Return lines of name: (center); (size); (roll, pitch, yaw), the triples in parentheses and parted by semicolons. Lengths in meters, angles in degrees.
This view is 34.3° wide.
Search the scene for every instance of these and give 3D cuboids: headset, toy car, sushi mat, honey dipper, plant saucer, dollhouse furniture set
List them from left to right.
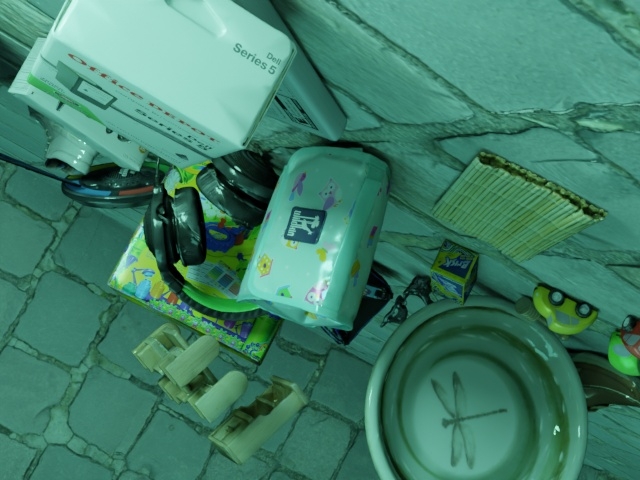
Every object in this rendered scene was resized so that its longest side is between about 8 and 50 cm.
headset: (-0.173, -0.045, 1.570); (0.394, 0.243, 0.185); (55, -172, -17)
dollhouse furniture set: (-0.164, 0.228, 1.746); (0.242, 0.161, 0.212); (54, 161, -16)
plant saucer: (0.246, 0.292, 1.709); (0.400, 0.401, 0.100); (29, 161, -12)
sushi mat: (0.223, -0.032, 1.236); (0.151, 0.019, 0.316); (27, 170, 1)
honey dipper: (0.367, 0.131, 1.689); (0.030, 0.031, 0.160); (17, 171, 44)
toy car: (0.438, 0.153, 1.523); (0.239, 0.053, 0.225); (19, 167, 41)

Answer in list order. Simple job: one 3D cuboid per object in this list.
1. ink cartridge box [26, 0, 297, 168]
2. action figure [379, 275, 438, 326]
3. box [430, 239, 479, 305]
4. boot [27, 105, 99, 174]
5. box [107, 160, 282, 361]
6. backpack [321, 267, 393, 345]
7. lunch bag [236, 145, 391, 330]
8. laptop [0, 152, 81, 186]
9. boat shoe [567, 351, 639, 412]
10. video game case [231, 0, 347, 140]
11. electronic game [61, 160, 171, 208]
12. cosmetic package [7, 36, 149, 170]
ink cartridge box: (-0.167, -0.173, 1.021); (0.198, 0.115, 0.273); (29, 170, -17)
action figure: (0.256, 0.183, 1.880); (0.275, 0.164, 0.141); (35, 152, 9)
box: (0.207, 0.052, 1.607); (0.059, 0.054, 0.169); (24, 169, 12)
boot: (-0.498, -0.196, 1.959); (0.258, 0.123, 0.095); (17, 166, 46)
box: (-0.172, 0.030, 1.827); (0.289, 0.279, 0.177); (27, 170, 2)
backpack: (0.031, 0.092, 2.004); (0.173, 0.158, 0.117); (42, -174, -8)
lunch bag: (0.000, 0.000, 1.378); (0.160, 0.224, 0.262); (21, 171, -12)
laptop: (-0.648, -0.289, 1.819); (0.381, 0.236, 0.408); (21, 124, 29)
boat shoe: (0.464, 0.267, 1.857); (0.123, 0.116, 0.324); (31, 169, -23)
video game case: (-0.146, -0.230, 1.125); (0.299, 0.036, 0.329); (22, 170, 24)
electronic game: (-0.378, -0.112, 1.980); (0.229, 0.048, 0.229); (-1, -160, 0)
cosmetic package: (-0.357, -0.207, 1.612); (0.060, 0.099, 0.239); (18, 167, 44)
